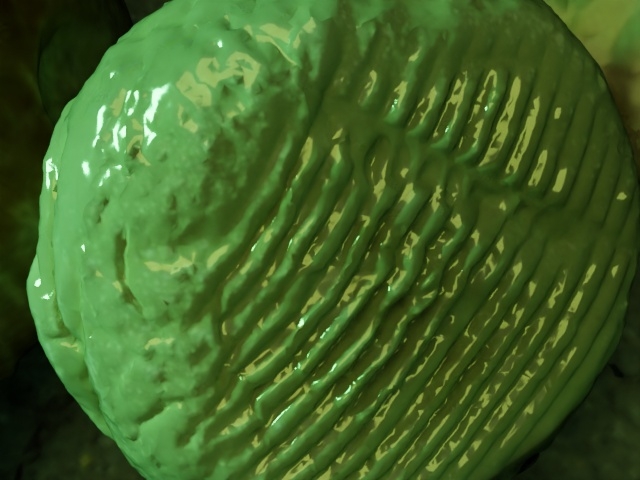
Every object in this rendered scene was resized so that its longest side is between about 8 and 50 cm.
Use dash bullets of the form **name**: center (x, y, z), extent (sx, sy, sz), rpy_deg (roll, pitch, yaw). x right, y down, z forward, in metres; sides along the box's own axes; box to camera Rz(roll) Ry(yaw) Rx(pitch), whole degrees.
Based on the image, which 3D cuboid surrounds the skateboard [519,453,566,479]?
- **skateboard**: center (0.060, 0.140, 0.491), extent (0.151, 0.067, 0.080), rpy_deg (-37, 59, -8)

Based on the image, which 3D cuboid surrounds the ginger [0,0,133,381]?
- **ginger**: center (-0.202, -0.026, 0.550), extent (0.274, 0.152, 0.358), rpy_deg (18, 75, 36)

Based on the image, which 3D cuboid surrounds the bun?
- **bun**: center (0.000, 0.000, 0.477), extent (0.220, 0.220, 0.134), rpy_deg (-39, 27, -3)

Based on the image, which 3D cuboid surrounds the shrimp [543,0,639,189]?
- **shrimp**: center (0.257, -0.170, 0.531), extent (0.445, 0.085, 0.272), rpy_deg (-18, 75, 6)
